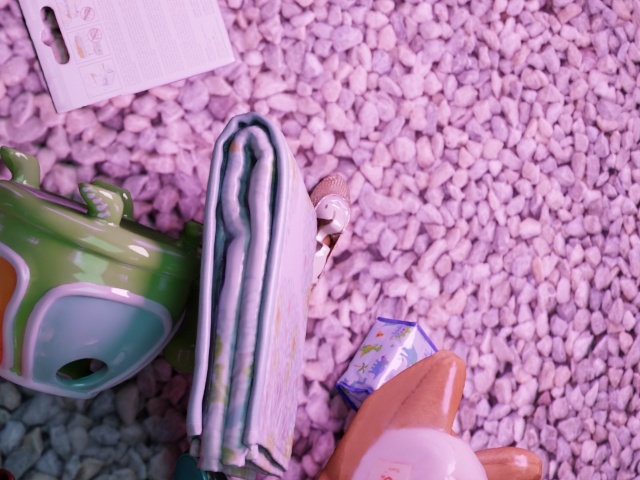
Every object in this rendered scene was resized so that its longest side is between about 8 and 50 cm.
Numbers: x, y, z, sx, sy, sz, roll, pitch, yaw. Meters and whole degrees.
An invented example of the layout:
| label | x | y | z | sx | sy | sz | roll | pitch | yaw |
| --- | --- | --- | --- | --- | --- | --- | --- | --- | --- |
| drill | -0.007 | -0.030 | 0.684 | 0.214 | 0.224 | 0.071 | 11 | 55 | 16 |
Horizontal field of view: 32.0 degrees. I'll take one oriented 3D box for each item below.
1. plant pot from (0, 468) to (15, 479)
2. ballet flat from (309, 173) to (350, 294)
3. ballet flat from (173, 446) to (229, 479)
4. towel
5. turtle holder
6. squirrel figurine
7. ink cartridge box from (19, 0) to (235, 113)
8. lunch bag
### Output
| label | x | y | z | sx | sy | sz | roll | pitch | yaw |
| --- | --- | --- | --- | --- | --- | --- | --- | --- | --- |
| plant pot | -0.422 | 0.237 | 1.139 | 0.191 | 0.191 | 0.174 | -31 | 108 | -30 |
| ballet flat | 0.000 | 0.000 | 1.489 | 0.073 | 0.067 | 0.206 | 34 | 70 | -26 |
| ballet flat | -0.127 | 0.383 | 1.377 | 0.096 | 0.095 | 0.280 | -7 | 101 | -42 |
| towel | -0.074 | 0.082 | 1.264 | 0.090 | 0.320 | 0.374 | 5 | 75 | 6 |
| turtle holder | -0.258 | 0.051 | 1.255 | 0.227 | 0.243 | 0.320 | -69 | 159 | 0 |
| squirrel figurine | 0.131 | 0.410 | 1.454 | 0.397 | 0.281 | 0.370 | -32 | 135 | 6 |
| ink cartridge box | -0.243 | -0.277 | 1.380 | 0.232 | 0.066 | 0.189 | -19 | 97 | -10 |
| lunch bag | 0.113 | 0.202 | 1.536 | 0.129 | 0.096 | 0.151 | -54 | 127 | -25 |
